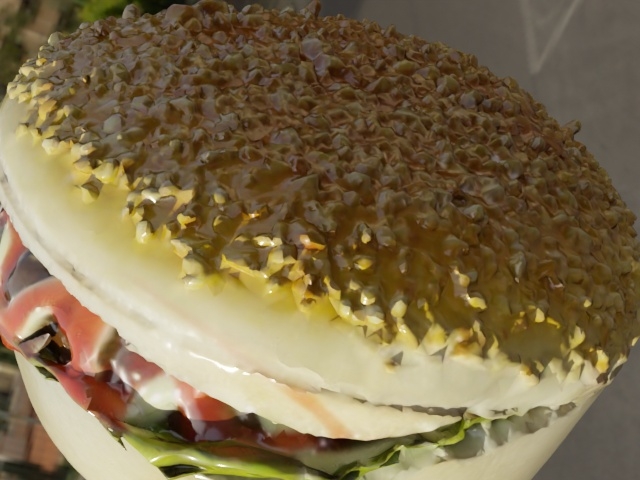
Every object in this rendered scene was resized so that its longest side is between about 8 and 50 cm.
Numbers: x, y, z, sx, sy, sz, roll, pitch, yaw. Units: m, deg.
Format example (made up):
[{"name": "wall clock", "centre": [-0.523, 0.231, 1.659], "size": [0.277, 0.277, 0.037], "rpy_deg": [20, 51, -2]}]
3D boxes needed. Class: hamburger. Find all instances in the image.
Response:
[{"name": "hamburger", "centre": [0.000, 0.000, 0.549], "size": [0.302, 0.302, 0.170], "rpy_deg": [-108, 25, -50]}]
